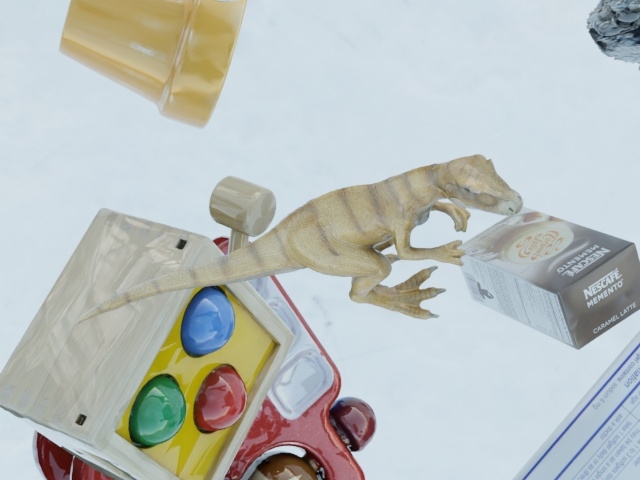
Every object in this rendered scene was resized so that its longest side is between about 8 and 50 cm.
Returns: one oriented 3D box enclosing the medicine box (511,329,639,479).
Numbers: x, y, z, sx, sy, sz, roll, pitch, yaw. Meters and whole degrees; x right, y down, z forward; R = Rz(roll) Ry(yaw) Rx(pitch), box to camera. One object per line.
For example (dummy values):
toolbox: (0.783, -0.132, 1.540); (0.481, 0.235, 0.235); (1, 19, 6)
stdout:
medicine box: (0.351, 0.263, 1.095); (0.289, 0.149, 0.263); (42, 98, 24)

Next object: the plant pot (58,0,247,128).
plant pot: (-0.200, -0.255, 1.372); (0.187, 0.205, 0.205); (15, 90, -13)

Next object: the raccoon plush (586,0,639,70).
raccoon plush: (0.505, -0.378, 1.506); (0.446, 0.216, 0.299); (13, 70, -24)

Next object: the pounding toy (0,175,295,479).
pounding toy: (-0.066, 0.054, 0.709); (0.094, 0.181, 0.206); (16, 68, 32)

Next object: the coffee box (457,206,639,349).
coffee box: (0.322, 0.046, 1.638); (0.141, 0.246, 0.098); (-31, 116, -19)

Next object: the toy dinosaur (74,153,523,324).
toy dinosaur: (0.000, 0.000, 0.560); (0.211, 0.112, 0.064); (-22, 57, 25)

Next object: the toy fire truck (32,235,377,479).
toy fire truck: (-0.075, 0.180, 0.985); (0.254, 0.169, 0.302); (-41, 108, -19)
